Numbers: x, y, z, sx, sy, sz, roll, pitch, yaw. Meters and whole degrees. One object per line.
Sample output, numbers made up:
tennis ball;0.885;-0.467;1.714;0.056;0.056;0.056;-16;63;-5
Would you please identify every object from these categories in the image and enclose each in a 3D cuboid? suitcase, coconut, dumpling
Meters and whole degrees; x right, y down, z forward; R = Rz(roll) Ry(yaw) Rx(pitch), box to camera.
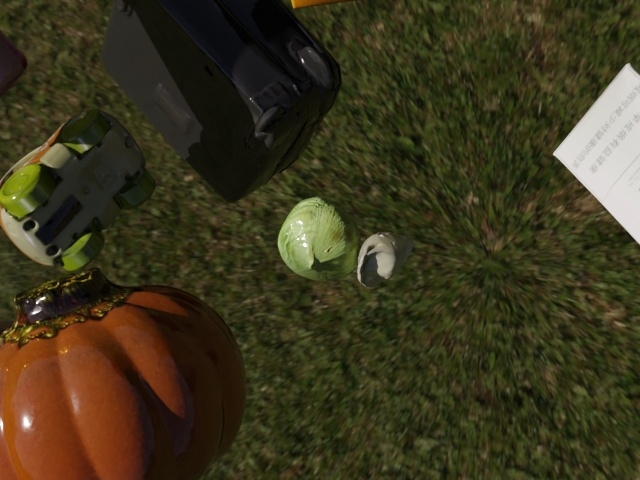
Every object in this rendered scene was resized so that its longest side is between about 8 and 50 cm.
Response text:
suitcase;-0.161;-0.251;1.713;0.345;0.339;0.188;46;60;3
coconut;0.000;0.000;1.191;0.088;0.096;0.088;4;125;6
dumpling;0.063;0.022;1.182;0.043;0.077;0.059;19;121;15

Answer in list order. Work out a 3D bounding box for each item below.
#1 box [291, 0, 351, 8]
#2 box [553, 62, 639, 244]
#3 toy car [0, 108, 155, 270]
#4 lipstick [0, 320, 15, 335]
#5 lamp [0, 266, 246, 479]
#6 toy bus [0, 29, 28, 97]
box;0.020;-0.351;1.205;0.152;0.269;0.043;-5;60;8
box;0.231;-0.041;0.763;0.084;0.040;0.154;-51;46;20
toy car;-0.371;-0.082;1.608;0.235;0.235;0.145;-31;125;7
lipstick;-0.531;0.149;1.624;0.070;0.254;0.070;-2;86;38
lamp;-0.163;0.121;0.861;0.223;0.223;0.196;-20;99;8
toy bus;-0.501;-0.276;1.396;0.303;0.147;0.127;49;64;-23
